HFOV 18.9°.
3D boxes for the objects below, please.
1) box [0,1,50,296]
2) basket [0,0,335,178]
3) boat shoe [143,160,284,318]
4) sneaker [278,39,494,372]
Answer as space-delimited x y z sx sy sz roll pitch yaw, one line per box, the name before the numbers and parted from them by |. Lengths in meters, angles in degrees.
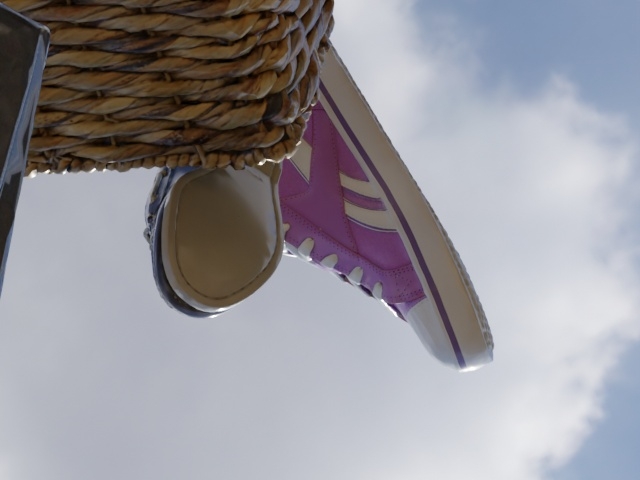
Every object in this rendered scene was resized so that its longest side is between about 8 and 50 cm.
box | -0.221 0.010 0.504 0.165 0.270 0.143 29 -125 -36
basket | -0.152 -0.179 1.088 0.213 0.299 0.223 -75 -23 -52
boat shoe | -0.066 -0.012 1.107 0.075 0.065 0.206 36 -150 -18
sneaker | 0.000 0.000 1.331 0.161 0.102 0.282 -32 -117 1
